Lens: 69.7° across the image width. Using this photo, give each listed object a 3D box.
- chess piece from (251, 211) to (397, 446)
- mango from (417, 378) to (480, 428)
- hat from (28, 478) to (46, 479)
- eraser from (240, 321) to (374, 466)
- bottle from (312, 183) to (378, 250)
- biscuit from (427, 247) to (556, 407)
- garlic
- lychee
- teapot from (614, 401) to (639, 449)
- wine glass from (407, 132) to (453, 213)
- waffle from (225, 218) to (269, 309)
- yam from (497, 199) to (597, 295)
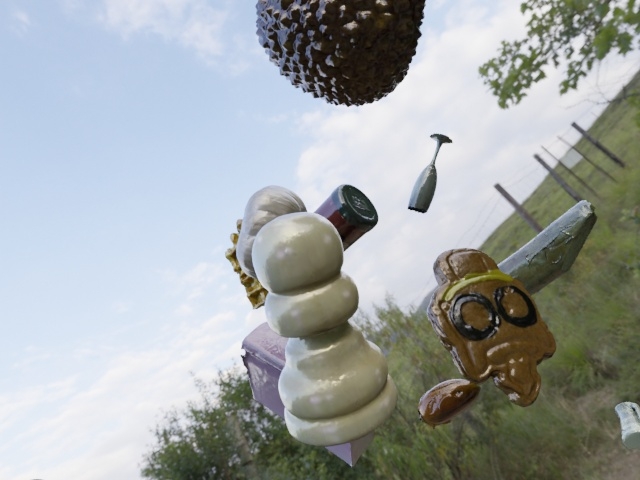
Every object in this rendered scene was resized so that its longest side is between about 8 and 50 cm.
[{"bbox_3d":[-0.002,0.107,0.635,0.167,0.299,0.167,-13,13,3],"label":"chess piece"},{"bbox_3d":[0.233,0.295,0.845,0.127,0.063,0.077,-42,-43,20],"label":"mango"},{"bbox_3d":[-0.592,0.534,0.943,0.121,0.050,0.121,-12,-68,-31],"label":"hat"},{"bbox_3d":[-0.033,0.400,1.228,0.122,0.359,0.272,-41,-42,-36],"label":"eraser"},{"bbox_3d":[0.000,0.000,1.269,0.144,0.144,0.336,-7,-30,-51],"label":"bottle"},{"bbox_3d":[0.291,0.136,0.788,0.209,0.290,0.041,-10,-30,-19],"label":"biscuit"},{"bbox_3d":[-0.068,-0.004,0.990,0.218,0.212,0.218,-164,90,-88],"label":"garlic"},{"bbox_3d":[0.030,-0.338,0.708,0.267,0.267,0.267,-31,-23,-15],"label":"lychee"},{"bbox_3d":[0.591,0.343,0.868,0.083,0.057,0.067,-67,-20,-59],"label":"teapot"},{"bbox_3d":[0.276,-0.167,1.163,0.066,0.066,0.198,27,-98,-66],"label":"wine glass"},{"bbox_3d":[-0.128,0.024,1.134,0.229,0.219,0.057,-36,-12,23],"label":"waffle"},{"bbox_3d":[0.477,0.032,0.967,0.259,0.106,0.106,-44,-23,27],"label":"yam"}]
